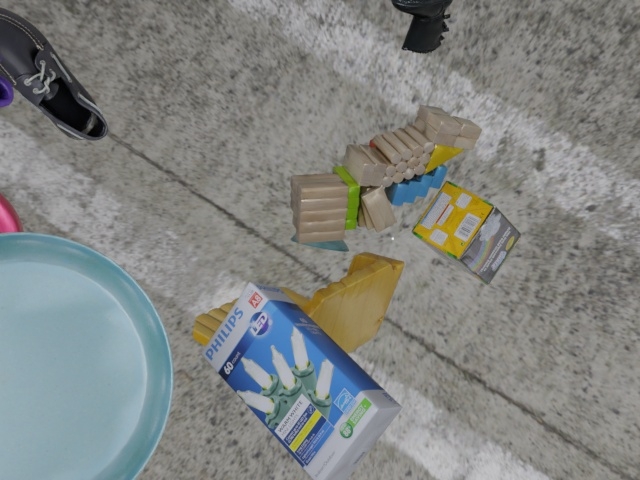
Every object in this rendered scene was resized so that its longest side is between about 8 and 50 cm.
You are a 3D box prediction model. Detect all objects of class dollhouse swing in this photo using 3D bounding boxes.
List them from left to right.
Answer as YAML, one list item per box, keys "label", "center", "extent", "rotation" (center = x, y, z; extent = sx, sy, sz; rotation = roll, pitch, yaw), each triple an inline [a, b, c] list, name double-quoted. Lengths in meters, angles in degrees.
- label: "dollhouse swing"
  center: [-0.069, 0.121, 1.739]
  extent: [0.305, 0.346, 0.315]
  rotation: [38, 129, 27]

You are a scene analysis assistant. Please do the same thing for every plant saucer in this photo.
- label: "plant saucer"
  center: [-0.318, 0.151, 0.859]
  extent: [0.317, 0.043, 0.318]
  rotation: [2, 83, -17]
- label: "plant saucer"
  center: [0.000, 0.000, 1.582]
  extent: [0.119, 0.119, 0.021]
  rotation: [11, 84, 5]

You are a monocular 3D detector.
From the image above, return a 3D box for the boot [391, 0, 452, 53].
- label: "boot"
  center: [0.141, -0.318, 1.169]
  extent: [0.121, 0.099, 0.045]
  rotation: [-18, 55, -32]

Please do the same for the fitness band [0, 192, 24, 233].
- label: "fitness band"
  center: [-0.593, -0.024, 1.223]
  extent: [0.291, 0.054, 0.209]
  rotation: [39, 91, -14]

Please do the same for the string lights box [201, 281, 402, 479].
- label: "string lights box"
  center: [-0.031, 0.188, 1.090]
  extent: [0.259, 0.076, 0.133]
  rotation: [41, 103, 29]

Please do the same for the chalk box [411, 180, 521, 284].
- label: "chalk box"
  center: [0.311, -0.006, 1.661]
  extent: [0.132, 0.213, 0.132]
  rotation: [34, 89, 37]

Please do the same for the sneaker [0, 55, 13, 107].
- label: "sneaker"
  center: [-0.313, -0.162, 0.679]
  extent: [0.071, 0.170, 0.068]
  rotation: [-2, 74, 6]

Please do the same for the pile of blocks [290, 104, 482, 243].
- label: "pile of blocks"
  center: [0.102, -0.117, 1.402]
  extent: [0.362, 0.113, 0.149]
  rotation: [-26, 125, -5]

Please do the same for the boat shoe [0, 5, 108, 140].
- label: "boat shoe"
  center: [-0.313, -0.186, 0.921]
  extent: [0.065, 0.206, 0.075]
  rotation: [27, 72, 34]
